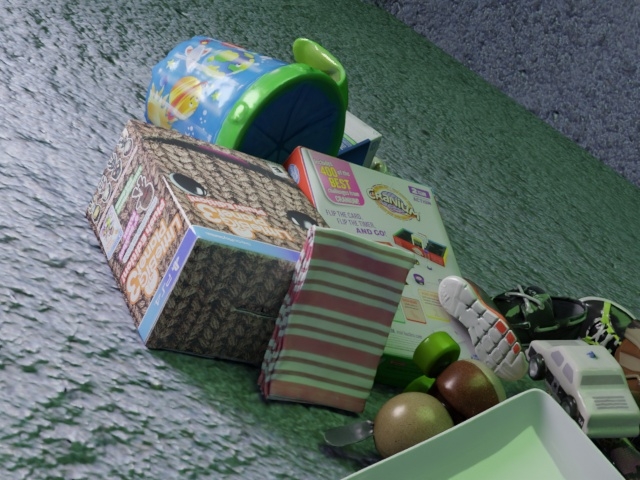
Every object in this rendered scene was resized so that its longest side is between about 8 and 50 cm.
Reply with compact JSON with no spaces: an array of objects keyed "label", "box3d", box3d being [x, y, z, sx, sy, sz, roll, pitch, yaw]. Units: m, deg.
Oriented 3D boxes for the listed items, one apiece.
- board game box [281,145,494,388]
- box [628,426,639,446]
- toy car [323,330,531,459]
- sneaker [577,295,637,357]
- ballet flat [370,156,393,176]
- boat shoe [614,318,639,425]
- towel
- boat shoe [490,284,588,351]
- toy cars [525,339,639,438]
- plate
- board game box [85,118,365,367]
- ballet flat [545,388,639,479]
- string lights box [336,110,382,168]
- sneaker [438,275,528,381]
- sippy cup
[{"label":"board game box","box3d":[0.081,0.041,1.490,0.242,0.064,0.317,15,45,-34]},{"label":"box","box3d":[0.430,0.241,1.680,0.116,0.029,0.162,10,26,-42]},{"label":"toy car","box3d":[0.104,0.213,1.222,0.188,0.149,0.155,-21,51,-30]},{"label":"sneaker","box3d":[0.496,0.173,1.855,0.234,0.084,0.097,37,23,23]},{"label":"ballet flat","box3d":[0.067,-0.116,1.996,0.248,0.086,0.086,13,25,-38]},{"label":"boat shoe","box3d":[0.477,0.211,1.561,0.122,0.120,0.324,33,8,-6]},{"label":"towel","box3d":[0.021,0.090,1.257,0.144,0.197,0.029,14,8,-33]},{"label":"boat shoe","box3d":[0.300,0.114,1.709,0.301,0.102,0.108,10,27,-42]},{"label":"toy cars","box3d":[0.302,0.208,1.399,0.176,0.087,0.393,20,29,17]},{"label":"plate","box3d":[0.186,0.290,1.055,0.278,0.045,0.277,-20,53,-29]},{"label":"board game box","box3d":[-0.118,0.006,1.356,0.232,0.141,0.291,15,24,-33]},{"label":"ballet flat","box3d":[0.391,0.253,1.522,0.077,0.079,0.221,26,16,-43]},{"label":"string lights box","box3d":[-0.035,-0.139,1.813,0.133,0.077,0.259,38,40,22]},{"label":"sneaker","box3d":[0.218,0.105,1.455,0.158,0.061,0.065,56,31,14]},{"label":"sippy cup","box3d":[-0.121,-0.173,1.614,0.224,0.240,0.305,33,24,31]}]
